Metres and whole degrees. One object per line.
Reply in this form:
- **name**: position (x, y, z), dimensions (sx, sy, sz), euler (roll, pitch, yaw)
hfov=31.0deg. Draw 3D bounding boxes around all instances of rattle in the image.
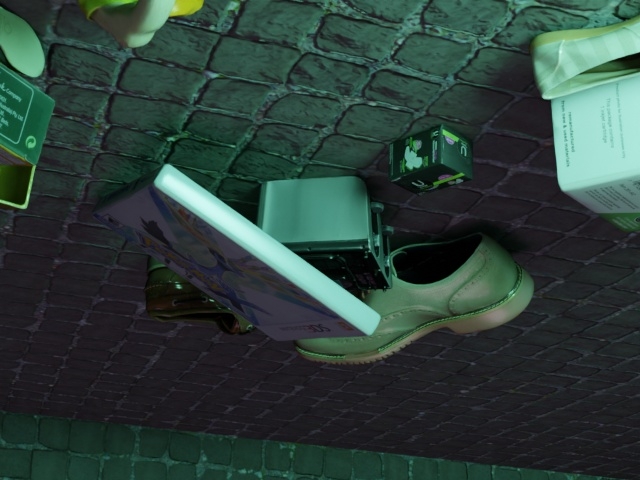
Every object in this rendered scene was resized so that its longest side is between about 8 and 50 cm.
- **rattle**: position (-0.122, -0.264, 0.964), dimensions (0.143, 0.130, 0.199), euler (-4, 133, -32)

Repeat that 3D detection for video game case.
- **video game case**: position (-0.119, 0.029, 1.492), dimensions (0.329, 0.036, 0.300), euler (36, 161, -17)

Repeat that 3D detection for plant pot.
- **plant pot**: position (-0.410, -0.082, 1.434), dimensions (0.081, 0.081, 0.083), euler (17, 164, -33)

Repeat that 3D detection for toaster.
- **toaster**: position (0.000, 0.000, 1.543), dimensions (0.186, 0.110, 0.168), euler (-3, 156, 14)

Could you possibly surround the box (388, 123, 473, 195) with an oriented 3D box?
- **box**: position (0.131, -0.094, 1.371), dimensions (0.083, 0.052, 0.062), euler (-16, 152, 42)

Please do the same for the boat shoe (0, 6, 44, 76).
- **boat shoe**: position (-0.326, -0.206, 1.152), dimensions (0.042, 0.049, 0.133), euler (1, 159, 27)

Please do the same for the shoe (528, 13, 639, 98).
- **shoe**: position (0.310, -0.182, 1.116), dimensions (0.219, 0.058, 0.076), euler (-9, 156, 26)

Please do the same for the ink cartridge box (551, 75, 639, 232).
- **ink cartridge box**: position (0.409, -0.106, 1.198), dimensions (0.278, 0.117, 0.201), euler (-12, 161, 32)

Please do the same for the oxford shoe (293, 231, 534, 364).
- **oxford shoe**: position (0.109, 0.074, 1.718), dimensions (0.397, 0.140, 0.146), euler (-20, 127, 27)

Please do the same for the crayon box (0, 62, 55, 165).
- **crayon box**: position (-0.468, -0.155, 1.193), dimensions (0.323, 0.083, 0.203), euler (3, 162, 28)

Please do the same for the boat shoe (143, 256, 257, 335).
- **boat shoe**: position (-0.132, 0.102, 1.824), dimensions (0.307, 0.104, 0.111), euler (10, 156, -20)
